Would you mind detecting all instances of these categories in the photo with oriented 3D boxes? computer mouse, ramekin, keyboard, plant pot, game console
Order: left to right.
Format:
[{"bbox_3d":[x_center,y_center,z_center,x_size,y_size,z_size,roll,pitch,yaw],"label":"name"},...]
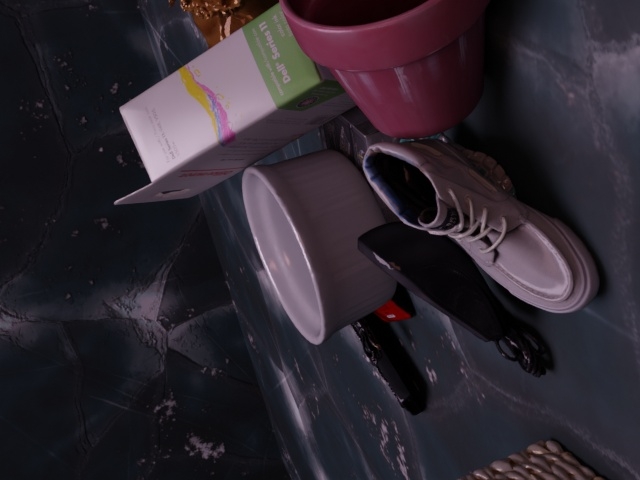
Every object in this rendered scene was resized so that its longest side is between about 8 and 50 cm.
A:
[{"bbox_3d":[0.000,0.000,1.340,0.277,0.135,0.277,58,162,31],"label":"ramekin"},{"bbox_3d":[0.077,0.162,1.611,0.317,0.033,0.201,57,180,35],"label":"keyboard"},{"bbox_3d":[0.107,0.065,1.514,0.124,0.085,0.144,38,167,-5],"label":"game console"},{"bbox_3d":[0.081,-0.207,0.907,0.201,0.201,0.180,55,175,43],"label":"plant pot"},{"bbox_3d":[0.153,0.046,1.057,0.272,0.072,0.188,34,-174,-37],"label":"computer mouse"}]

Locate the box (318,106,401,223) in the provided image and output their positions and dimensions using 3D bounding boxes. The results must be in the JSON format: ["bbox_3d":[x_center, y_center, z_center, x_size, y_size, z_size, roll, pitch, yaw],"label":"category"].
[{"bbox_3d":[0.065,-0.098,1.349,0.183,0.056,0.231,47,154,52],"label":"box"}]

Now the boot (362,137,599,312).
[{"bbox_3d":[0.150,-0.013,0.916,0.258,0.123,0.095,41,119,30],"label":"boot"}]

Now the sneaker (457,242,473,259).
[{"bbox_3d":[0.189,-0.009,1.035,0.144,0.053,0.059,-165,57,-71],"label":"sneaker"}]

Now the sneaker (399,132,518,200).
[{"bbox_3d":[0.166,-0.073,1.039,0.166,0.065,0.076,46,-171,31],"label":"sneaker"}]

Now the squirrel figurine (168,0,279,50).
[{"bbox_3d":[-0.165,-0.391,1.236,0.397,0.281,0.371,-79,-35,-72],"label":"squirrel figurine"}]

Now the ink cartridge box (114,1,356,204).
[{"bbox_3d":[-0.118,-0.175,1.230,0.207,0.353,0.119,-13,-102,-64],"label":"ink cartridge box"}]

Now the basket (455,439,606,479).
[{"bbox_3d":[0.257,0.461,1.022,0.328,0.266,0.331,-146,38,-66],"label":"basket"}]
